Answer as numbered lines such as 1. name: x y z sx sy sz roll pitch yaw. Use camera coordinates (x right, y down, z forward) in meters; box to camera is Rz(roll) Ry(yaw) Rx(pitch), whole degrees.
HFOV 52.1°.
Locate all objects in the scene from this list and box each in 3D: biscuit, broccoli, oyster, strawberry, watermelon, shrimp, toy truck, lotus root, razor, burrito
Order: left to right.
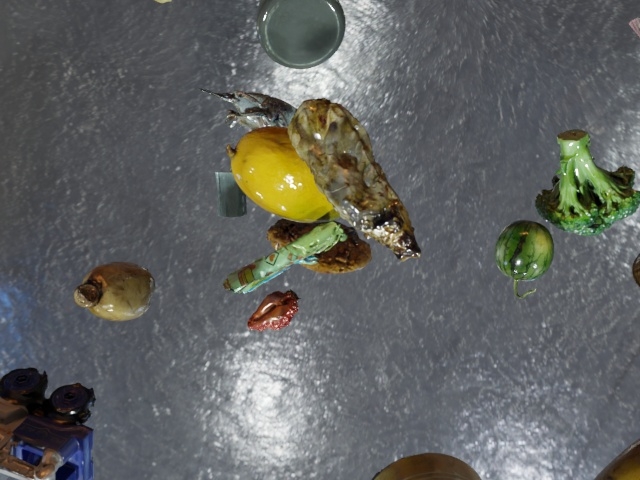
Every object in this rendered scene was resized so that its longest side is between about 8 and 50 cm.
1. toy truck: -0.469 0.325 1.049 0.213 0.177 0.161 15 116 12
2. lotus root: -0.231 0.058 0.767 0.063 0.152 0.072 -37 89 12
3. razor: -0.210 -0.139 1.563 0.068 0.232 0.106 -1 110 -5
4. shrimp: -0.167 -0.346 1.867 0.372 0.172 0.137 8 106 -15
5. strawberry: -0.116 0.170 1.594 0.152 0.104 0.048 -31 140 6
6. burrito: -0.070 0.043 1.388 0.288 0.104 0.054 -30 70 13
7. biscuit: 0.002 -0.001 2.008 0.334 0.289 0.081 22 118 24
8. oyster: 0.059 -0.105 1.121 0.128 0.078 0.345 -38 76 15
9. watermelon: 0.482 0.044 1.569 0.140 0.140 0.187 15 92 6
10. broccoli: 0.655 -0.151 1.639 0.254 0.269 0.269 -19 107 7

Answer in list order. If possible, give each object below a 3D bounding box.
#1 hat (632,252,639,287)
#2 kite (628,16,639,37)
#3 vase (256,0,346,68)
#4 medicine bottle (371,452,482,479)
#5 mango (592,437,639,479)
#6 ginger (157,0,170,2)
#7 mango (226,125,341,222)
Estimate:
1. hat: 0.498 0.013 0.888 0.146 0.146 0.067 -16 123 17
2. kite: 0.569 -0.369 1.078 0.005 0.137 0.153 -5 102 -31
3. vase: -0.055 -0.506 1.369 0.173 0.321 0.173 -5 132 -5
4. medicine bottle: 0.132 0.378 0.654 0.151 0.322 0.151 0 111 -1
5. mango: 0.550 0.444 1.106 0.317 0.211 0.173 -50 57 27
6. ginger: -0.344 -0.603 1.399 0.152 0.267 0.138 22 142 -30
7. mango: -0.054 -0.131 1.352 0.316 0.119 0.176 29 97 -28
